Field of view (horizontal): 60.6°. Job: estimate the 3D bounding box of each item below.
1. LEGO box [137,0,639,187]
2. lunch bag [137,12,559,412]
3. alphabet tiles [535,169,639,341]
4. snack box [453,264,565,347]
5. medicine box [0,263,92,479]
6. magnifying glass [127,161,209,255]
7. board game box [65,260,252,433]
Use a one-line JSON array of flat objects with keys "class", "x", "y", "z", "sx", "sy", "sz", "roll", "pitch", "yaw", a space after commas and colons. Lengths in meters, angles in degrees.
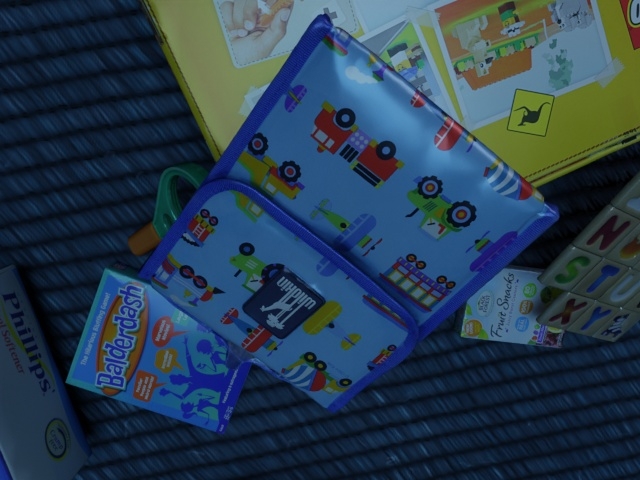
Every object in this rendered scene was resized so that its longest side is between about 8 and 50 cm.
[{"class": "LEGO box", "x": 0.103, "y": -0.219, "z": 0.584, "sx": 0.500, "sy": 0.193, "sz": 0.372, "roll": -24, "pitch": 102, "yaw": 1}, {"class": "lunch bag", "x": 0.000, "y": 0.000, "z": 0.471, "sx": 0.221, "sy": 0.138, "sz": 0.293, "roll": 36, "pitch": 109, "yaw": -12}, {"class": "alphabet tiles", "x": 0.422, "y": -0.005, "z": 0.645, "sx": 0.285, "sy": 0.011, "sz": 0.342, "roll": 16, "pitch": 122, "yaw": -30}, {"class": "snack box", "x": 0.258, "y": 0.085, "z": 0.731, "sx": 0.141, "sy": 0.037, "sz": 0.100, "roll": 8, "pitch": 99, "yaw": -5}, {"class": "medicine box", "x": -0.463, "y": 0.200, "z": 0.626, "sx": 0.289, "sy": 0.149, "sz": 0.263, "roll": -15, "pitch": 101, "yaw": 7}, {"class": "magnifying glass", "x": -0.166, "y": -0.018, "z": 0.601, "sx": 0.026, "sy": 0.231, "sz": 0.092, "roll": -31, "pitch": 97, "yaw": -36}, {"class": "board game box", "x": -0.193, "y": 0.138, "z": 0.702, "sx": 0.210, "sy": 0.047, "sz": 0.160, "roll": 20, "pitch": 98, "yaw": -6}]
